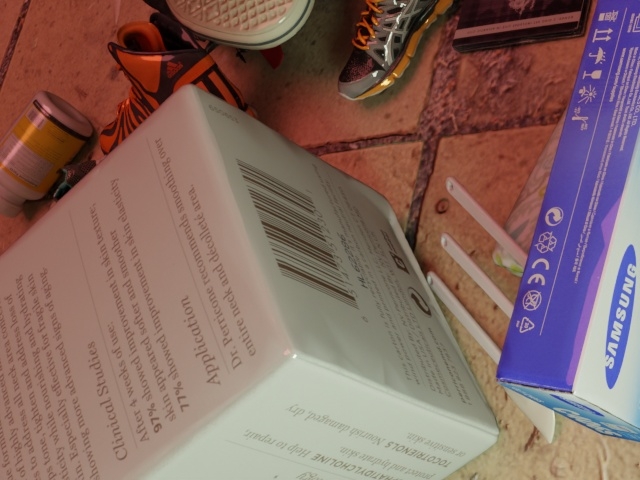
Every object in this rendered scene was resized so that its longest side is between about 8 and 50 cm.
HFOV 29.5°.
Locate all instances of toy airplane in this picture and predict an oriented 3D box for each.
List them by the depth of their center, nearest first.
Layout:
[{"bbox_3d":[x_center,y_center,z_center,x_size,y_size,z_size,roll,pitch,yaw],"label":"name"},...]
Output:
[{"bbox_3d":[-0.063,-0.299,1.638,0.151,0.028,0.151,-24,51,33],"label":"toy airplane"}]

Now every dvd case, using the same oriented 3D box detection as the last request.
[{"bbox_3d":[0.242,-0.319,1.367,0.164,0.018,0.221,-1,66,42],"label":"dvd case"}]

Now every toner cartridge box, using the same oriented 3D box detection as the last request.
[{"bbox_3d":[0.253,-0.028,0.956,0.075,0.165,0.348,5,73,46],"label":"toner cartridge box"}]

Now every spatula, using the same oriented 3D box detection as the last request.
[{"bbox_3d":[0.174,0.051,1.154,0.242,0.019,0.168,-126,33,-46],"label":"spatula"}]

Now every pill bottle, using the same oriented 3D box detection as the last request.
[{"bbox_3d":[-0.436,-0.127,1.837,0.184,0.103,0.103,-50,43,9],"label":"pill bottle"}]

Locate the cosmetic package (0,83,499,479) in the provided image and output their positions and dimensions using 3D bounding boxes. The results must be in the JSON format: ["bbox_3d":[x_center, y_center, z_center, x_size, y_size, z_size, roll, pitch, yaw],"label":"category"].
[{"bbox_3d":[-0.113,0.132,1.191,0.393,0.327,0.329,-39,52,21],"label":"cosmetic package"}]

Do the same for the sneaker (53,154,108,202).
[{"bbox_3d":[-0.333,-0.056,1.678,0.166,0.076,0.065,112,143,-46],"label":"sneaker"}]

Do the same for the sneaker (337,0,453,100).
[{"bbox_3d":[0.080,-0.262,1.431,0.215,0.083,0.084,-55,33,6],"label":"sneaker"}]

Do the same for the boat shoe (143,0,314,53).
[{"bbox_3d":[-0.135,-0.350,1.614,0.187,0.156,0.500,-56,39,-1],"label":"boat shoe"}]

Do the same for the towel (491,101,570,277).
[{"bbox_3d":[0.352,-0.060,1.060,0.374,0.090,0.320,28,87,48],"label":"towel"}]

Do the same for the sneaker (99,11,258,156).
[{"bbox_3d":[-0.219,-0.200,1.583,0.321,0.180,0.124,-7,32,50],"label":"sneaker"}]
